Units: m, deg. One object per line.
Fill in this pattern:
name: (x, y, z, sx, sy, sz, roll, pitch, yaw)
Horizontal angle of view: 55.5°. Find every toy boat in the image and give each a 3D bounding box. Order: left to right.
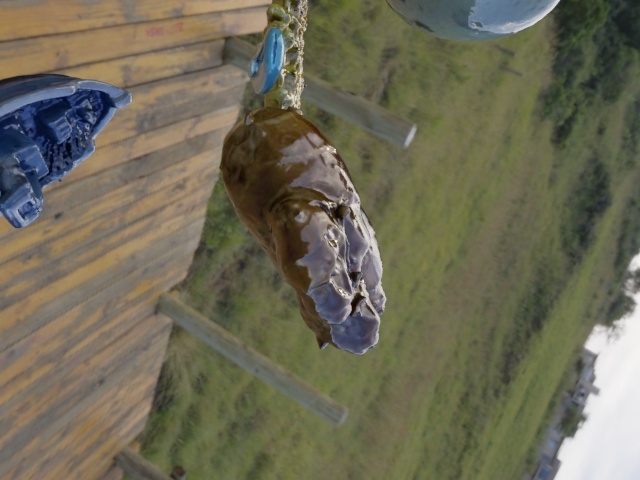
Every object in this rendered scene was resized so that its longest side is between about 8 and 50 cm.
toy boat: (-0.333, -0.084, 0.656, 0.309, 0.142, 0.129, -44, 159, -27)

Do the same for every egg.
egg: (0.294, -0.573, 1.202, 0.345, 0.428, 0.345, -28, 136, -32)

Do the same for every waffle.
waffle: (-0.052, -0.266, 0.941, 0.253, 0.056, 0.249, 91, 4, -54)

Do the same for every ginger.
ginger: (0.003, 0.002, 0.804, 0.152, 0.274, 0.357, -32, 149, -1)

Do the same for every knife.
knife: (-0.065, -0.204, 0.698, 0.222, 0.031, 0.064, -139, -128, -77)
